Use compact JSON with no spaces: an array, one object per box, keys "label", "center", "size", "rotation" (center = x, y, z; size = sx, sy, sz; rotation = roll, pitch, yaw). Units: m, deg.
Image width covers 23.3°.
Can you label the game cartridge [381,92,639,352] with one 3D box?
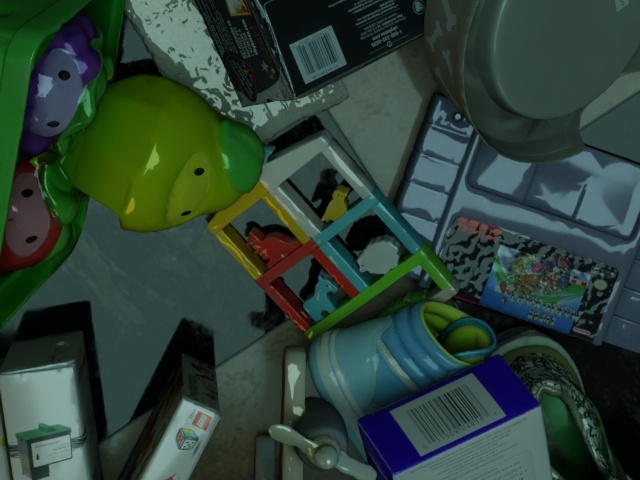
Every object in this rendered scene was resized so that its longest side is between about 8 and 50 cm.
[{"label":"game cartridge","center":[0.264,-0.015,1.883],"size":[0.355,0.068,0.230],"rotation":[18,94,-8]}]

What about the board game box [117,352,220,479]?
[{"label":"board game box","center":[-0.208,0.298,1.828],"size":[0.053,0.193,0.305],"rotation":[26,97,-10]}]

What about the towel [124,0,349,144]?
[{"label":"towel","center":[-0.112,-0.244,1.808],"size":[0.187,0.049,0.282],"rotation":[-29,103,1]}]

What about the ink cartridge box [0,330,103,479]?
[{"label":"ink cartridge box","center":[-0.312,0.232,1.823],"size":[0.092,0.160,0.219],"rotation":[-7,100,-4]}]

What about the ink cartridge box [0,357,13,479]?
[{"label":"ink cartridge box","center":[-0.426,0.240,1.829],"size":[0.128,0.127,0.176],"rotation":[-6,101,-4]}]

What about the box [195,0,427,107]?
[{"label":"box","center":[0.008,-0.268,1.726],"size":[0.247,0.142,0.163],"rotation":[-29,104,-24]}]

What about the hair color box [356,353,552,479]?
[{"label":"hair color box","center":[0.170,0.310,1.787],"size":[0.185,0.110,0.339],"rotation":[-23,128,-11]}]

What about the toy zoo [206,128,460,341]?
[{"label":"toy zoo","center":[0.000,0.000,1.838],"size":[0.192,0.030,0.293],"rotation":[-37,102,25]}]

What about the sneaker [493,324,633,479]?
[{"label":"sneaker","center":[0.315,0.307,1.883],"size":[0.158,0.182,0.410],"rotation":[-32,102,1]}]

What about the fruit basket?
[{"label":"fruit basket","center":[-0.259,-0.092,1.691],"size":[0.392,0.283,0.392],"rotation":[7,118,14]}]

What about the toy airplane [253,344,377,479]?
[{"label":"toy airplane","center":[-0.028,0.367,1.770],"size":[0.272,0.386,0.384],"rotation":[4,56,16]}]

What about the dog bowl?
[{"label":"dog bowl","center":[0.263,-0.263,1.733],"size":[0.348,0.102,0.349],"rotation":[-22,130,-29]}]

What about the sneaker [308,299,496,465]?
[{"label":"sneaker","center":[0.150,0.206,1.835],"size":[0.208,0.127,0.319],"rotation":[-27,117,22]}]
